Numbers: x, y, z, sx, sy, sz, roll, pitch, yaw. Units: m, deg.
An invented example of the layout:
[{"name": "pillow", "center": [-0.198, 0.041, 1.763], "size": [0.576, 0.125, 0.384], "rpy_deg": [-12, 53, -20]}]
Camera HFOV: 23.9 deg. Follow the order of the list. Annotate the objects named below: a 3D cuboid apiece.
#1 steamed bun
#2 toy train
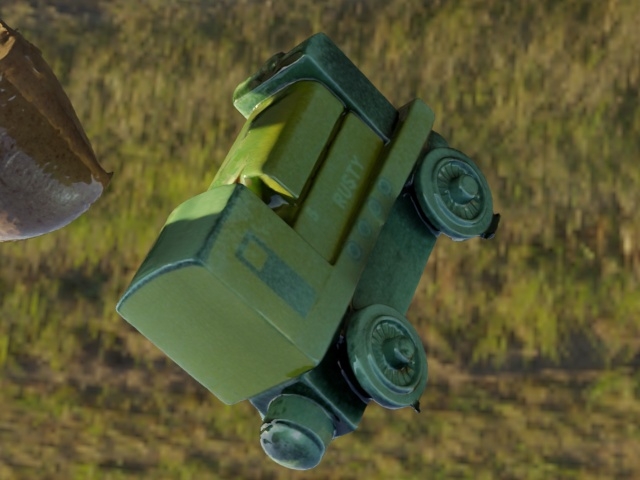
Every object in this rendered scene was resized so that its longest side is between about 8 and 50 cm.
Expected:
[{"name": "steamed bun", "center": [-0.385, -0.112, 1.629], "size": [0.301, 0.199, 0.251], "rpy_deg": [25, 147, 52]}, {"name": "toy train", "center": [0.000, 0.000, 1.321], "size": [0.253, 0.397, 0.160], "rpy_deg": [43, 136, -18]}]
